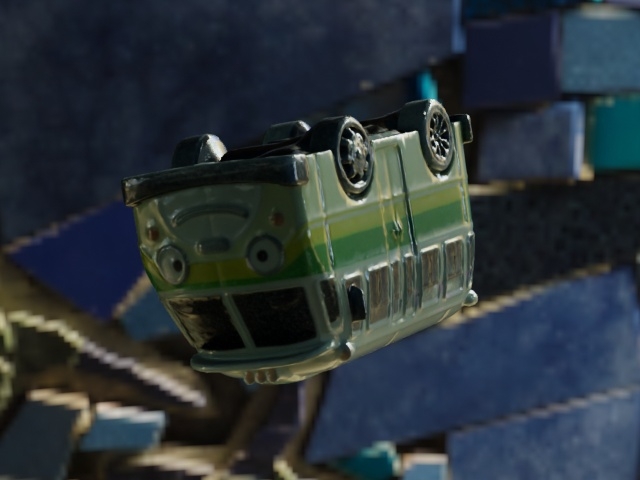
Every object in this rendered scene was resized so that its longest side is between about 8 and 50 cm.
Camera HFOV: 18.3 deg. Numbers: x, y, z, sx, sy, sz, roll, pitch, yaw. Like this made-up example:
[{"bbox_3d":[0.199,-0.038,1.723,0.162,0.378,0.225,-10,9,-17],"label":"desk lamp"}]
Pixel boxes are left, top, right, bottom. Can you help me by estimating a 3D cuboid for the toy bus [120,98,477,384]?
[{"bbox_3d":[0.000,0.000,1.310,0.134,0.164,0.276,-7,6,29],"label":"toy bus"}]
